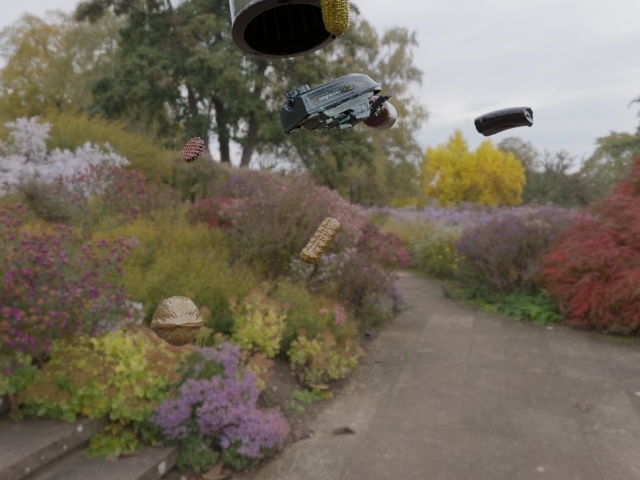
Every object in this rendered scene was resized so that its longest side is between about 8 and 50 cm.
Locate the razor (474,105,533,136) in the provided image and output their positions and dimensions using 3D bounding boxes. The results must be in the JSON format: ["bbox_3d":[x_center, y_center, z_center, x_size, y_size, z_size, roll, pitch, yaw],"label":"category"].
[{"bbox_3d":[0.500,-0.327,1.503,0.148,0.054,0.090,-8,-8,37],"label":"razor"}]

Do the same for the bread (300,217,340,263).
[{"bbox_3d":[0.000,0.000,1.534,0.052,0.157,0.044,36,-24,-1],"label":"bread"}]

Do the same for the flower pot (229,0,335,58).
[{"bbox_3d":[-0.106,-0.689,1.428,0.293,0.330,0.293,-9,-8,-1],"label":"flower pot"}]

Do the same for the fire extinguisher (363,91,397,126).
[{"bbox_3d":[0.203,-0.440,1.858,0.138,0.102,0.344,-37,-2,16],"label":"fire extinguisher"}]

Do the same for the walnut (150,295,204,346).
[{"bbox_3d":[-0.288,0.162,1.112,0.105,0.105,0.124,-2,-6,-15],"label":"walnut"}]

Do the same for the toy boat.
[{"bbox_3d":[0.042,-0.320,1.295,0.296,0.122,0.114,-28,4,-36],"label":"toy boat"}]

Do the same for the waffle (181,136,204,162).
[{"bbox_3d":[-0.385,-0.271,1.661,0.083,0.075,0.029,-32,-38,16],"label":"waffle"}]

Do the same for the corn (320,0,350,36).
[{"bbox_3d":[0.031,-0.573,1.262,0.067,0.206,0.067,-6,31,3],"label":"corn"}]
